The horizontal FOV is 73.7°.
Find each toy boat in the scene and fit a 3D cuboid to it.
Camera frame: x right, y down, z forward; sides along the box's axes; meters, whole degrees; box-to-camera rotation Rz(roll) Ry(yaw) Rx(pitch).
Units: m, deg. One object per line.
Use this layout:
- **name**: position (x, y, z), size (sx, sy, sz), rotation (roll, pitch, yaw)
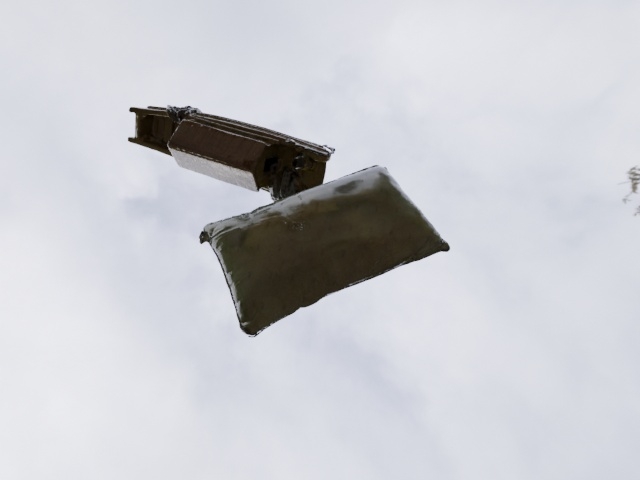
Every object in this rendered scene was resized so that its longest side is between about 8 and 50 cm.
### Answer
- **toy boat**: position (-0.188, -0.168, 0.827), size (0.445, 0.162, 0.136), rotation (21, -64, 19)

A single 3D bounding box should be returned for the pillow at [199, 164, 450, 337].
- **pillow**: position (0.000, 0.000, 0.583), size (0.302, 0.075, 0.185), rotation (-21, -123, -13)
